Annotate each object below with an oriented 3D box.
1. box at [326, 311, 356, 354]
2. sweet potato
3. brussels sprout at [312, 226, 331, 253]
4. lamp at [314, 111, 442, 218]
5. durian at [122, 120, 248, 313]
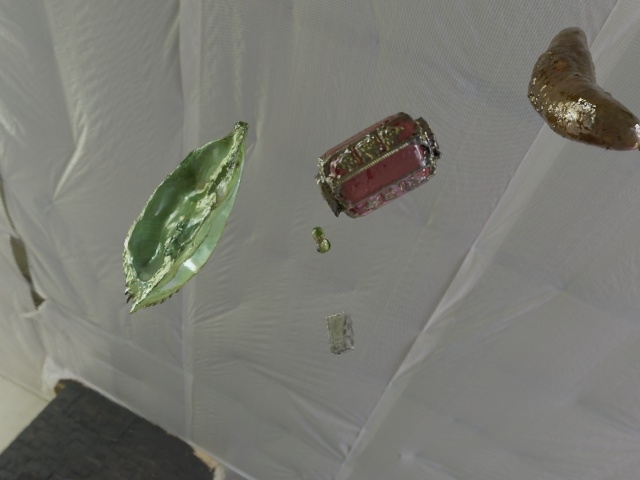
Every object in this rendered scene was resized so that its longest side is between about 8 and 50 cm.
[{"bbox_3d":[0.050,0.232,1.225,0.062,0.098,0.045,-20,-32,28],"label":"box"},{"bbox_3d":[0.379,-0.231,0.748,0.114,0.341,0.092,-18,-52,26],"label":"sweet potato"},{"bbox_3d":[0.000,-0.001,1.490,0.083,0.046,0.051,62,-10,-5],"label":"brussels sprout"},{"bbox_3d":[0.122,-0.165,1.076,0.274,0.177,0.177,-28,-67,8],"label":"lamp"},{"bbox_3d":[-0.250,-0.058,0.899,0.163,0.394,0.198,34,-2,-3],"label":"durian"}]
